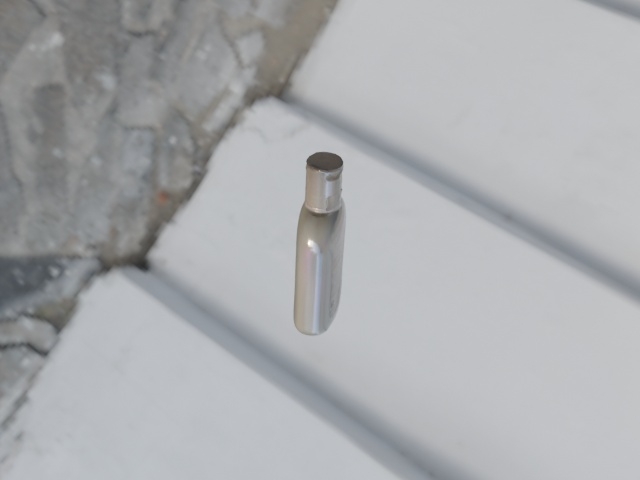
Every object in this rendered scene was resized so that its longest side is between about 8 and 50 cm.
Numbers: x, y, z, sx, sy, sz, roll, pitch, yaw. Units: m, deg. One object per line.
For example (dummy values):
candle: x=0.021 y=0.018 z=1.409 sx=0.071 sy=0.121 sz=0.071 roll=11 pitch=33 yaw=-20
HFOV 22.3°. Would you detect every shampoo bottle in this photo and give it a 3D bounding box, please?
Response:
shampoo bottle: x=0.000 y=0.000 z=1.391 sx=0.080 sy=0.040 sz=0.165 roll=-68 pitch=164 yaw=-51
